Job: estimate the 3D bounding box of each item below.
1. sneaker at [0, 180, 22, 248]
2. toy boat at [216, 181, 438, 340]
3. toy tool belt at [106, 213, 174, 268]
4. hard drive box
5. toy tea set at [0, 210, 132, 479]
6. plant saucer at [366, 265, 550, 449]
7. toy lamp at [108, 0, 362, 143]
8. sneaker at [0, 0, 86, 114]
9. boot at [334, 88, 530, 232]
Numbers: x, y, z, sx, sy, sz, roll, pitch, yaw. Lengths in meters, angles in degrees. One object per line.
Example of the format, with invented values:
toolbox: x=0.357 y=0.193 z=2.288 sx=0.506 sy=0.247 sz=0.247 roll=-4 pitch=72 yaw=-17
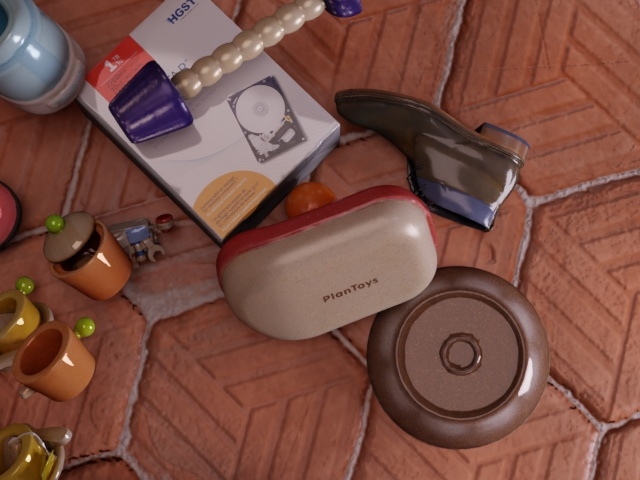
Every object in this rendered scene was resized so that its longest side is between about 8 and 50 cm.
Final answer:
sneaker: x=-0.478 y=-0.048 z=1.344 sx=0.314 sy=0.136 sz=0.116 roll=13 pitch=82 yaw=2
toy boat: x=0.000 y=0.000 z=1.343 sx=0.231 sy=0.151 sz=0.151 roll=-21 pitch=49 yaw=0
toy tool belt: x=-0.195 y=0.004 z=1.381 sx=0.083 sy=0.052 sz=0.051 roll=-13 pitch=112 yaw=2
hard drive box: x=-0.122 y=-0.132 z=1.376 sx=0.232 sy=0.089 sz=0.181 roll=43 pitch=84 yaw=7
toy tea set: x=-0.319 y=0.107 z=1.266 sx=0.200 sy=0.124 sz=0.336 roll=-10 pitch=48 yaw=34
plant saucer: x=0.148 y=0.123 z=1.359 sx=0.198 sy=0.036 sz=0.199 roll=0 pitch=81 yaw=2
toy lamp: x=-0.091 y=-0.192 z=1.302 sx=0.274 sy=0.080 sz=0.080 roll=-35 pitch=82 yaw=-7
sneaker: x=-0.410 y=-0.264 z=1.337 sx=0.366 sy=0.150 sz=0.135 roll=25 pitch=78 yaw=23
boot: x=0.108 y=-0.088 z=1.369 sx=0.219 sy=0.082 sz=0.106 roll=18 pitch=79 yaw=2
